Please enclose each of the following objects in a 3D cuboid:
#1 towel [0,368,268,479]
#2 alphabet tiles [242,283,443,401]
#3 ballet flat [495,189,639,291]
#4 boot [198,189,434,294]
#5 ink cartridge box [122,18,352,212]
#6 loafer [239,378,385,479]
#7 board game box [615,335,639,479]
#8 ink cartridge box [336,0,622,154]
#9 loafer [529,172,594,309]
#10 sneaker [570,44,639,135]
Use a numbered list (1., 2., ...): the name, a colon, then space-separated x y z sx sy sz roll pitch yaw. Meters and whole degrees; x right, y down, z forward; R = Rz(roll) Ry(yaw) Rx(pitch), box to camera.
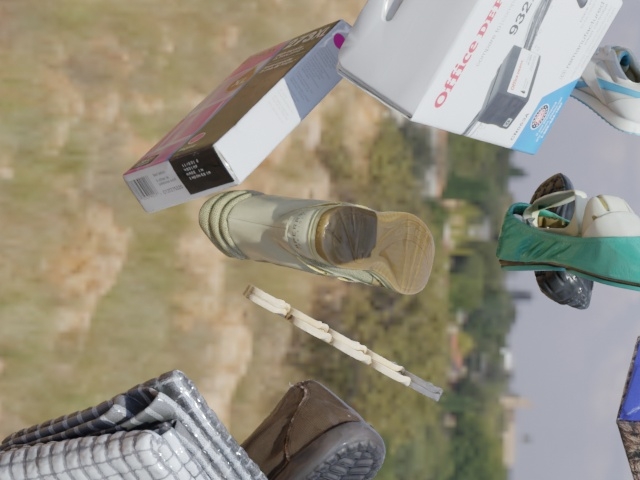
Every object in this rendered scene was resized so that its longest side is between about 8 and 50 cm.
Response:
1. towel: -0.163 0.267 1.518 0.283 0.235 0.121 56 35 -24
2. alphabet tiles: 0.027 0.132 2.090 0.021 0.284 0.278 -61 -176 -2
3. ballet flat: 0.252 -0.004 1.516 0.247 0.083 0.087 9 -80 58
4. boot: 0.000 0.000 1.896 0.262 0.203 0.095 12 86 -55
5. ink cartridge box: -0.068 -0.172 1.928 0.371 0.176 0.069 -46 111 -40
6. loafer: -0.086 0.286 1.732 0.134 0.366 0.130 29 26 -50
7. board game box: 0.491 0.259 1.826 0.141 0.232 0.291 -64 142 -41
8. ink cartridge box: 0.189 -0.239 1.833 0.307 0.129 0.223 8 115 -56
9. loafer: 0.319 0.002 2.086 0.078 0.076 0.223 38 35 -28
10. sneaker: 0.383 -0.239 2.215 0.087 0.229 0.092 -15 135 -52
